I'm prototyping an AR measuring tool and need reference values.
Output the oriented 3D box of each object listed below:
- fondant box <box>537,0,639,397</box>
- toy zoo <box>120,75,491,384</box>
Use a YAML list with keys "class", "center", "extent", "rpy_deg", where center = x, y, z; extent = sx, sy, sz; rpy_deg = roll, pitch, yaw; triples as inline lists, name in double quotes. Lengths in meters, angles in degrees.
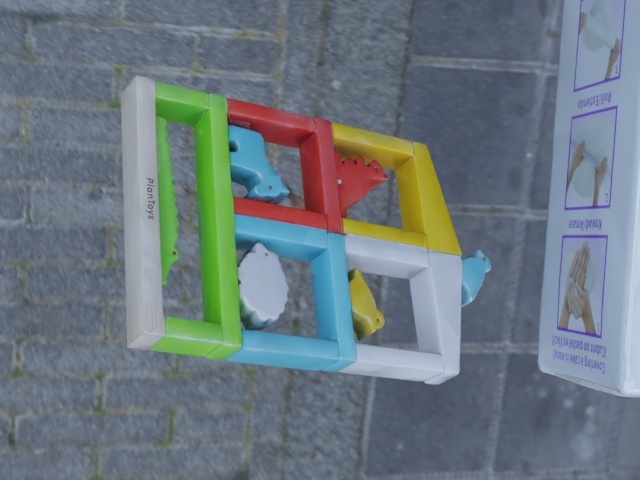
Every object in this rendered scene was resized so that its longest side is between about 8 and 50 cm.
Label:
- class: "fondant box"
  center: [0.230, -0.095, 0.505]
  extent: [0.238, 0.096, 0.330]
  rpy_deg: [5, 88, -12]
- class: "toy zoo"
  center: [0.000, 0.000, 0.837]
  extent: [0.293, 0.030, 0.192]
  rpy_deg: [10, 61, -31]
